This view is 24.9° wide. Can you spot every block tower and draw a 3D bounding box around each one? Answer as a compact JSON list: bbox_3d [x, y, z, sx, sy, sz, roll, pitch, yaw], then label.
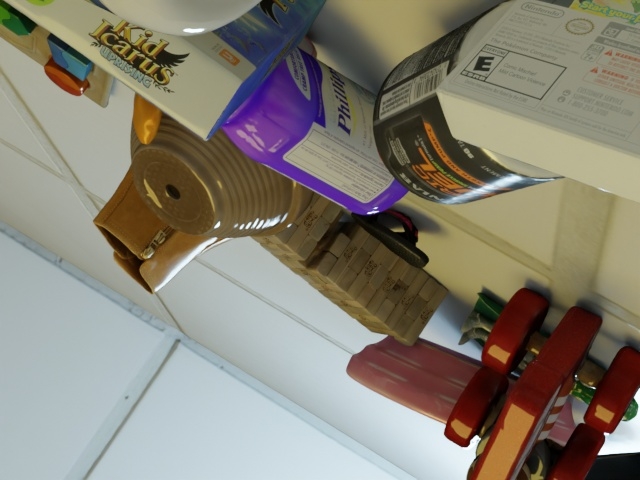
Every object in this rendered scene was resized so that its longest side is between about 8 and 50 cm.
[{"bbox_3d":[0.000,0.000,1.814,0.335,0.091,0.097,39,166,-19],"label":"block tower"}]

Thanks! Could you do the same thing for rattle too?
[{"bbox_3d":[-0.239,-0.206,1.483,0.130,0.142,0.200,30,-176,40],"label":"rattle"}]

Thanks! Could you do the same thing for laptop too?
[{"bbox_3d":[0.400,0.315,2.143,0.234,0.137,0.264,47,-173,-42],"label":"laptop"}]

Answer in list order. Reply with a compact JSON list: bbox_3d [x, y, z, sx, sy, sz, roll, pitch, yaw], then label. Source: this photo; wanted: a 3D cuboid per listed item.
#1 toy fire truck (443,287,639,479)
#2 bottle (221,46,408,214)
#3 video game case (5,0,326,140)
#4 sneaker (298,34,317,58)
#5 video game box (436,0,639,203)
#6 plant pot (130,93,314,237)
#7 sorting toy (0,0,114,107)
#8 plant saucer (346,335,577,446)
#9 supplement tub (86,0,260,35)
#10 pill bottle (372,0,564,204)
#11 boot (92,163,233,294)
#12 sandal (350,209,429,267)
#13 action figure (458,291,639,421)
[{"bbox_3d":[0.217,0.216,1.592,0.169,0.254,0.302,31,127,15],"label":"toy fire truck"},{"bbox_3d":[-0.032,-0.119,1.298,0.283,0.092,0.118,27,-144,-40],"label":"bottle"},{"bbox_3d":[-0.134,-0.210,1.130,0.244,0.061,0.269,36,-153,-2],"label":"video game case"},{"bbox_3d":[-0.071,-0.199,1.360,0.134,0.051,0.070,18,165,27],"label":"sneaker"},{"bbox_3d":[0.197,-0.101,0.770,0.205,0.187,0.048,24,155,37],"label":"video game box"},{"bbox_3d":[-0.131,-0.085,1.603,0.237,0.110,0.237,25,139,24],"label":"plant pot"},{"bbox_3d":[-0.400,-0.283,1.869,0.307,0.041,0.229,35,167,-3],"label":"sorting toy"},{"bbox_3d":[0.200,0.201,1.919,0.332,0.084,0.332,22,180,0],"label":"plant saucer"},{"bbox_3d":[-0.165,-0.286,0.877,0.325,0.235,0.235,28,165,24],"label":"supplement tub"},{"bbox_3d":[0.119,-0.096,1.103,0.130,0.130,0.246,36,167,-10],"label":"pill bottle"},{"bbox_3d":[-0.153,-0.013,1.865,0.104,0.211,0.295,21,161,48],"label":"boot"},{"bbox_3d":[0.084,-0.015,1.694,0.067,0.040,0.179,46,178,-23],"label":"sandal"},{"bbox_3d":[0.281,0.154,1.766,0.232,0.063,0.137,27,162,13],"label":"action figure"}]
